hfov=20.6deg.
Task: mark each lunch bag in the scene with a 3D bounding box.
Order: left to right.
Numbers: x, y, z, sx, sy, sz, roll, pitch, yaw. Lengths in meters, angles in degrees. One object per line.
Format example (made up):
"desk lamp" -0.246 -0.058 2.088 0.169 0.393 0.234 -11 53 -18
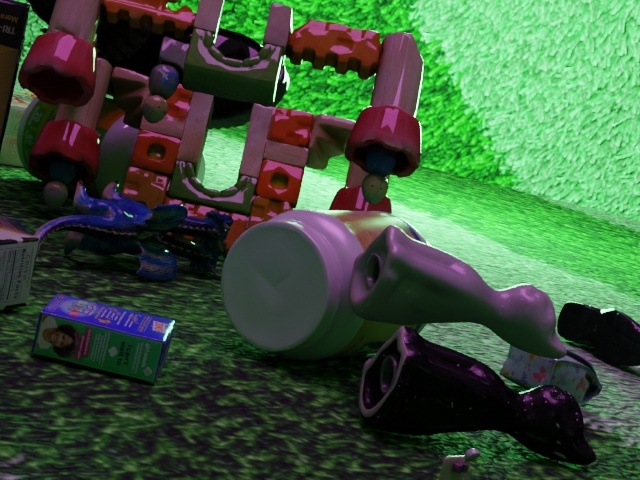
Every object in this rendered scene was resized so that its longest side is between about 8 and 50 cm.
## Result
"lunch bag" 0.237 0.133 1.786 0.083 0.053 0.071 18 5 -40

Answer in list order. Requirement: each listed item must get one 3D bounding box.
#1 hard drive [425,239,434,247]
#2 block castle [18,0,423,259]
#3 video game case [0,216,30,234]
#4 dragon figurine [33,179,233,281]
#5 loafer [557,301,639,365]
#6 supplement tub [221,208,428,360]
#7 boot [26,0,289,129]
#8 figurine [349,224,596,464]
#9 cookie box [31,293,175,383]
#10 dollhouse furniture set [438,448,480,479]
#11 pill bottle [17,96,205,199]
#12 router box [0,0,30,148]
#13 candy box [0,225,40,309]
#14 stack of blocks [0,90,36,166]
"hard drive" 0.000 0.000 2.317 0.318 0.040 0.210 12 8 -8
"block castle" -0.116 -0.127 2.058 0.453 0.213 0.303 12 -24 -2
"video game case" -0.400 -0.019 1.903 0.166 0.015 0.119 10 9 -21
"dragon figurine" -0.196 -0.007 1.907 0.144 0.085 0.289 16 7 18
"loafer" 0.351 0.111 2.081 0.061 0.062 0.170 14 8 -28
"supplement tub" 0.010 0.042 1.704 0.144 0.144 0.199 19 10 31
"boot" -0.227 -0.275 2.237 0.348 0.131 0.260 12 -27 22
"figurine" 0.138 0.096 1.557 0.209 0.092 0.215 18 38 -20
"cookie box" -0.182 0.082 1.492 0.107 0.040 0.092 13 8 -1
"dollhouse furniture set" 0.105 0.173 1.207 0.114 0.081 0.091 5 12 -45
"pill bottle" -0.273 -0.115 2.315 0.245 0.136 0.136 20 10 38
"router box" -0.529 -0.203 2.141 0.308 0.243 0.081 12 9 -9
"candy box" -0.374 0.015 1.530 0.159 0.071 0.233 16 8 20
"stack of blocks" -0.500 -0.172 2.501 0.297 0.087 0.171 8 10 -34
